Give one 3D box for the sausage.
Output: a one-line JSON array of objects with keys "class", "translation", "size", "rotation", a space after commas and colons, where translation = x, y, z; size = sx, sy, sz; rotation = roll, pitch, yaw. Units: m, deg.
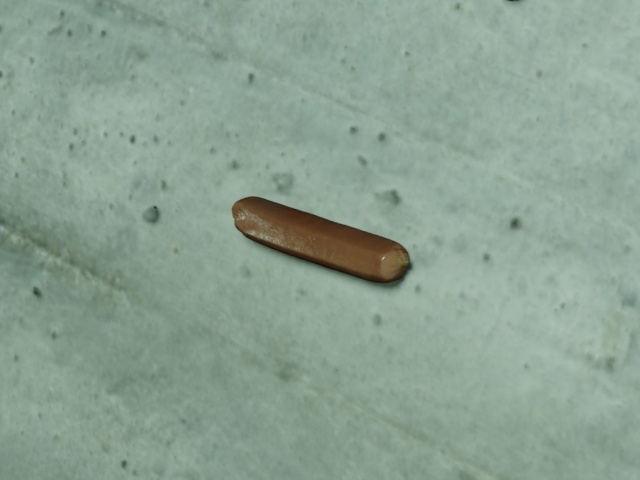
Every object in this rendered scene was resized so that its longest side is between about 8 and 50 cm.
[{"class": "sausage", "translation": [0.000, 0.000, 1.277], "size": [0.147, 0.030, 0.035], "rotation": [20, 107, 35]}]
